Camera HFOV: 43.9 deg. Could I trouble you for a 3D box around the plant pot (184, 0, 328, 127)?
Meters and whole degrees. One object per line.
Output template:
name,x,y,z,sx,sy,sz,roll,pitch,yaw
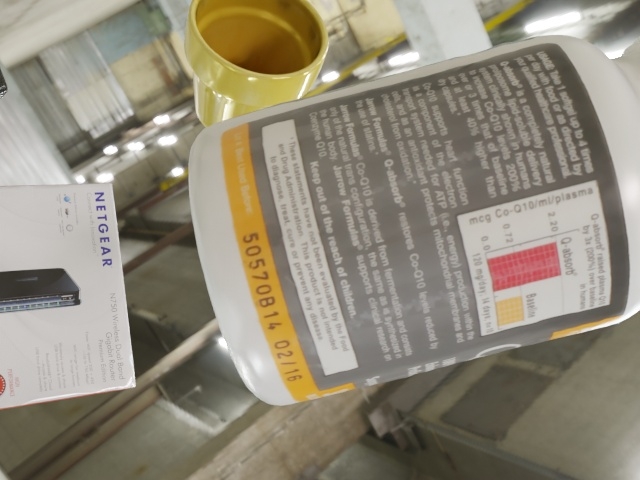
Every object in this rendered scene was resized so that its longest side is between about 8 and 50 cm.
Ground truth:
plant pot,-0.138,-0.317,1.484,0.254,0.254,0.239,-42,169,-35

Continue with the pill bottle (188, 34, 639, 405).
pill bottle,0.082,-0.018,0.430,0.278,0.162,0.162,-14,-160,4

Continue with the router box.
router box,-0.459,0.084,1.222,0.301,0.335,0.082,-5,172,-30

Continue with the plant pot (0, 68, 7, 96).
plant pot,-0.594,-0.257,1.213,0.167,0.188,0.187,-25,-172,-36
